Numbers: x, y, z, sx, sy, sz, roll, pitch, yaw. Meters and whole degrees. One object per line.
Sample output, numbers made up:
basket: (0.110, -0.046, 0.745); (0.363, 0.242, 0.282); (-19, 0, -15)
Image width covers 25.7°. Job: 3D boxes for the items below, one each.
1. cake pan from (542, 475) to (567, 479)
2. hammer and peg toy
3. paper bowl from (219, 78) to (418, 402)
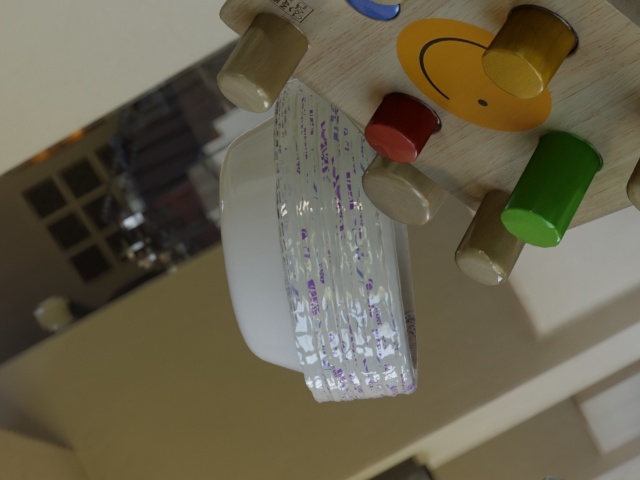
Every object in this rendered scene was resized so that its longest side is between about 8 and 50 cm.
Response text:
cake pan: (0.266, 0.272, 1.069); (0.293, 0.054, 0.293); (32, -177, -2)
hammer and peg toy: (0.060, -0.091, 0.828); (0.266, 0.127, 0.361); (36, 157, -13)
paper bowl: (0.000, 0.000, 1.223); (0.284, 0.148, 0.284); (-8, -90, -84)
